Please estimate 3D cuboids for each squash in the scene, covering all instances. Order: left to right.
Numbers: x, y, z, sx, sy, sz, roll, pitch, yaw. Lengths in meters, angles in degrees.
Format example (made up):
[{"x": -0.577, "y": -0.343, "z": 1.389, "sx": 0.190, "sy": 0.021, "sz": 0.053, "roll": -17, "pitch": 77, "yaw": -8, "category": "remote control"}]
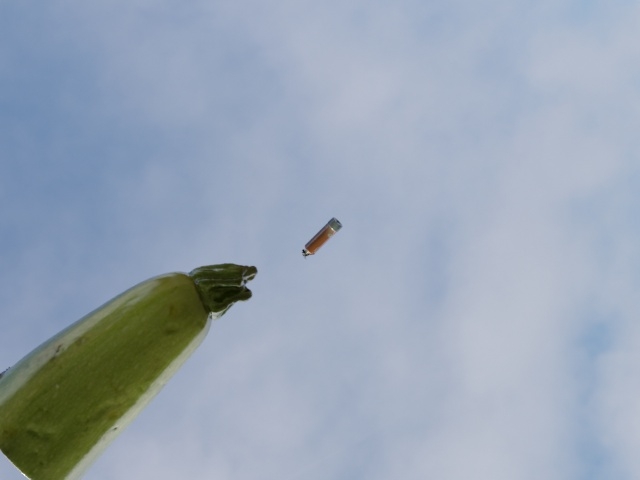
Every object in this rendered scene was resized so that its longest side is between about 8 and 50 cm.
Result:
[{"x": -0.195, "y": 0.100, "z": 0.722, "sx": 0.287, "sy": 0.137, "sz": 0.137, "roll": -47, "pitch": -74, "yaw": -14, "category": "squash"}]

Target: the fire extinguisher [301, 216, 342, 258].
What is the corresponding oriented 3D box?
[{"x": 0.000, "y": 0.000, "z": 1.118, "sx": 0.022, "sy": 0.083, "sz": 0.028, "roll": 53, "pitch": -162, "yaw": 28, "category": "fire extinguisher"}]
